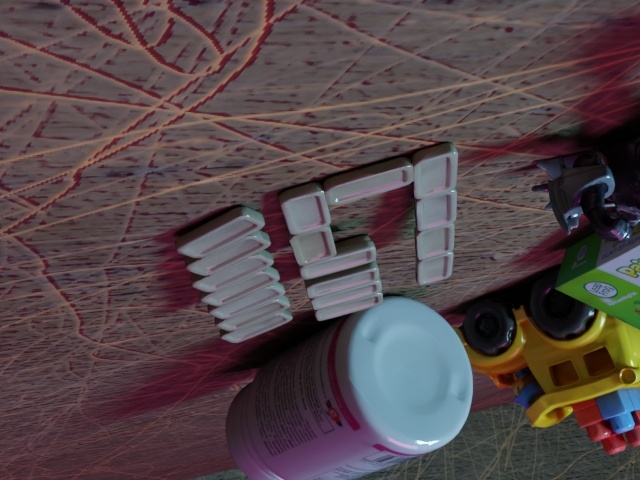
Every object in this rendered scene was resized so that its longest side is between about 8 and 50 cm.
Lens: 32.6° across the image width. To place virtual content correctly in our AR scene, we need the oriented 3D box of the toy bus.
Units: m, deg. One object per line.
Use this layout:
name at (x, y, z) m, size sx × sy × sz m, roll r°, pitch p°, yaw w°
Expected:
toy bus at (0.286, 0.149, 1.265) m, size 0.220 × 0.211 × 0.149 m, roll -24°, pitch 165°, yaw 32°

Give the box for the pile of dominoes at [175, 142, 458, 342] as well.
pile of dominoes at (0.000, 0.000, 0.804) m, size 0.196 × 0.040 × 0.251 m, roll -15°, pitch 157°, yaw -1°

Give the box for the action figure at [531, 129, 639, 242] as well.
action figure at (0.247, -0.054, 0.710) m, size 0.185 × 0.099 × 0.285 m, roll -18°, pitch 169°, yaw -12°

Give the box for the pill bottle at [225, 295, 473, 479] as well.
pill bottle at (0.019, 0.177, 1.177) m, size 0.160 × 0.160 × 0.283 m, roll -5°, pitch 162°, yaw -36°

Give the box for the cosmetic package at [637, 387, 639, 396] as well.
cosmetic package at (0.604, 0.070, 1.403) m, size 0.453 × 0.161 × 0.230 m, roll -25°, pitch 163°, yaw 28°

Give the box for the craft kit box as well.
craft kit box at (0.389, 0.044, 1.023) m, size 0.246 × 0.061 × 0.250 m, roll 28°, pitch 156°, yaw -7°
